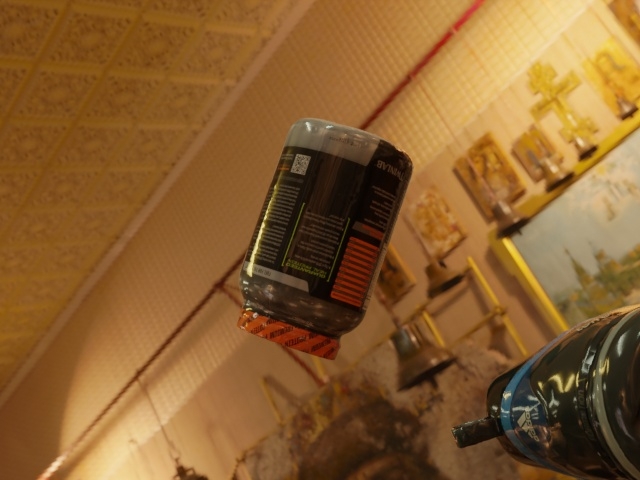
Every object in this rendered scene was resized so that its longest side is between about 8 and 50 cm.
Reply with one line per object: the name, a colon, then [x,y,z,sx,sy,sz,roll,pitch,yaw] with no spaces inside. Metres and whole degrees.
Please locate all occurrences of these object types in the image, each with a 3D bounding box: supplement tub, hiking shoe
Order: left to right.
supplement tub: [0.000,0.000,0.807,0.117,0.117,0.190,29,-100,-65]
hiking shoe: [0.222,0.063,0.497,0.304,0.113,0.132,1,-12,-32]
